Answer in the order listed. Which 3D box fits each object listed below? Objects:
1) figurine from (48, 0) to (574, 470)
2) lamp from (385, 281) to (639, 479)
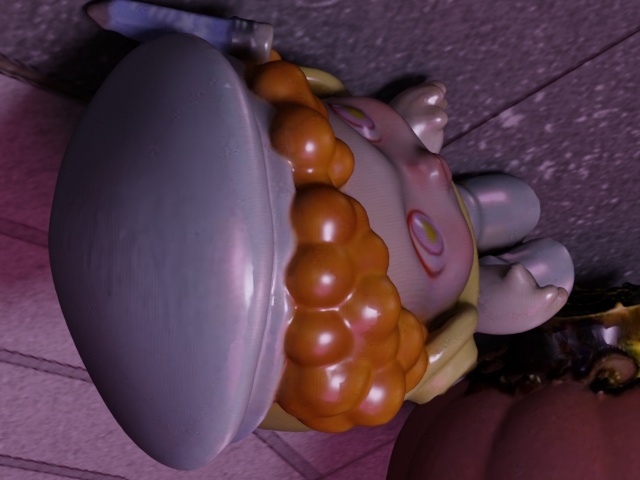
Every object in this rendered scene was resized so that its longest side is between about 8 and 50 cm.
[{"bbox_3d":[0.013,0.028,0.973,0.205,0.224,0.382,-34,148,28],"label":"figurine"},{"bbox_3d":[0.195,0.150,1.269,0.305,0.239,0.305,-6,-170,1],"label":"lamp"}]
